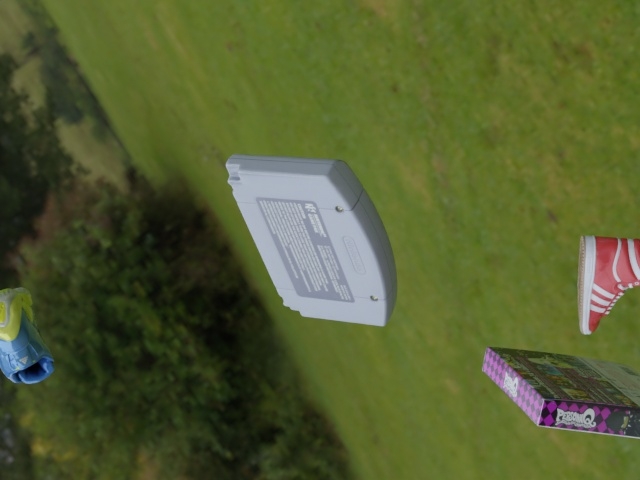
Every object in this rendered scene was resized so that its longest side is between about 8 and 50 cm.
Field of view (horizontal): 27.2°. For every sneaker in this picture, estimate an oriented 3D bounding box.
[{"bbox_3d":[0.276,0.043,1.240,0.042,0.067,0.118,-86,-8,-47],"label":"sneaker"},{"bbox_3d":[-0.405,0.132,1.734,0.126,0.091,0.240,64,173,-1],"label":"sneaker"}]

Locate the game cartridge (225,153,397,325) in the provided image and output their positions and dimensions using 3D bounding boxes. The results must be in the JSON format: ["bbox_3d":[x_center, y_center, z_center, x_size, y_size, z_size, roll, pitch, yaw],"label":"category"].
[{"bbox_3d":[0.000,0.000,1.866,0.198,0.062,0.297,2,135,26],"label":"game cartridge"}]

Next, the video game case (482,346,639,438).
[{"bbox_3d":[0.341,0.196,1.696,0.232,0.210,0.041,-133,52,-74],"label":"video game case"}]
